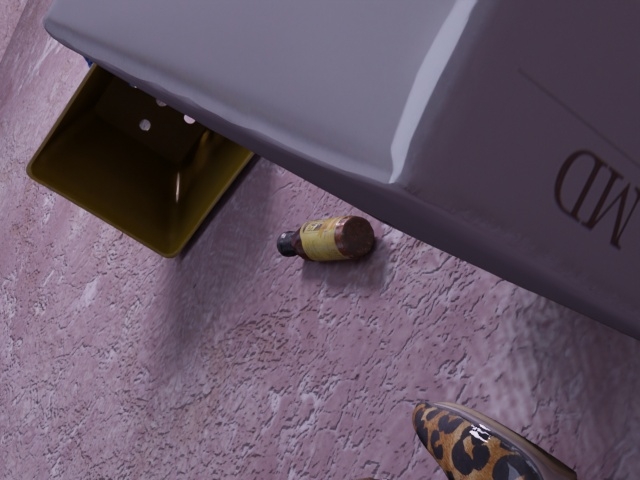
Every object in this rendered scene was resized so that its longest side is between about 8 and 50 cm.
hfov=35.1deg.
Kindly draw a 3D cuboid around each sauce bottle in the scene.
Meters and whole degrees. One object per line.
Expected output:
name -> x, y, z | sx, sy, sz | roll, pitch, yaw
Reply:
sauce bottle -> 0.000, 0.000, 0.966 | 0.128, 0.042, 0.042 | -6, 62, 55

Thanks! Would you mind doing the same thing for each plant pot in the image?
plant pot -> -0.210, -0.147, 1.277 | 0.212, 0.212, 0.187 | -50, 19, 23

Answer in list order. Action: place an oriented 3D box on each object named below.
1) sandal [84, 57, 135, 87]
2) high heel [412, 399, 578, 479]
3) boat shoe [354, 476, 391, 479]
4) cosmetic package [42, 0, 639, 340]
sandal -> -0.335, -0.320, 1.590 | 0.126, 0.138, 0.317 | -127, 39, -52
high heel -> 0.095, 0.211, 0.582 | 0.186, 0.093, 0.261 | -56, 38, 0
boat shoe -> 0.031, 0.251, 0.686 | 0.066, 0.066, 0.183 | -33, 41, 42
cosmetic package -> 0.123, -0.190, 0.571 | 0.327, 0.329, 0.393 | 28, 91, 47
